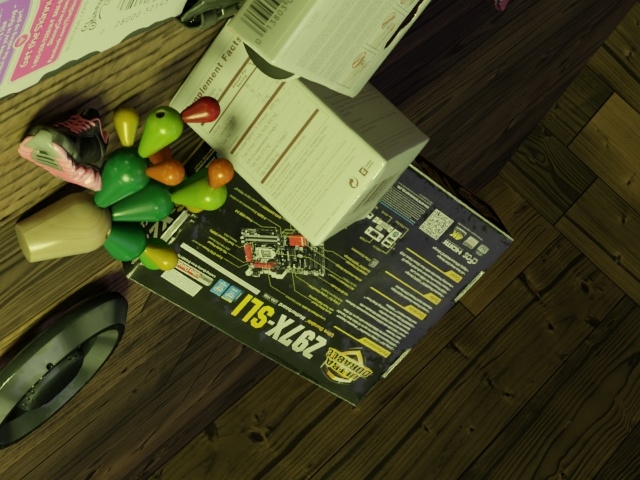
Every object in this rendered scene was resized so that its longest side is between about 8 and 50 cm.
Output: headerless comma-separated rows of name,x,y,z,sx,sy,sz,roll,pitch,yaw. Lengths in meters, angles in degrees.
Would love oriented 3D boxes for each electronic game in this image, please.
electronic game,-0.291,0.140,1.371,0.229,0.048,0.229,-45,171,-9

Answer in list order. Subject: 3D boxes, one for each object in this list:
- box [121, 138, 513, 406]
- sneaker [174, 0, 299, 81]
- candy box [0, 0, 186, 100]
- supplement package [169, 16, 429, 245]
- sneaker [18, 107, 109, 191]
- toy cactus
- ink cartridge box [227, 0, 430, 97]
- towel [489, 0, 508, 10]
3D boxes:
box,0.000,0.000,1.317,0.257,0.322,0.079,-47,-147,16
sneaker,-0.059,-0.177,0.854,0.147,0.104,0.295,-40,164,-22
candy box,-0.154,-0.121,0.433,0.196,0.165,0.070,-38,168,-43
supplement package,-0.018,-0.101,1.108,0.105,0.179,0.105,-51,170,29
sneaker,-0.183,-0.074,0.951,0.119,0.047,0.057,61,52,-82
toy cactus,-0.164,-0.037,1.074,0.180,0.112,0.219,-21,164,-23
ink cartridge box,0.027,-0.169,0.839,0.145,0.045,0.179,-52,168,11
towel,0.281,-0.386,1.695,0.144,0.029,0.197,-45,171,-6
